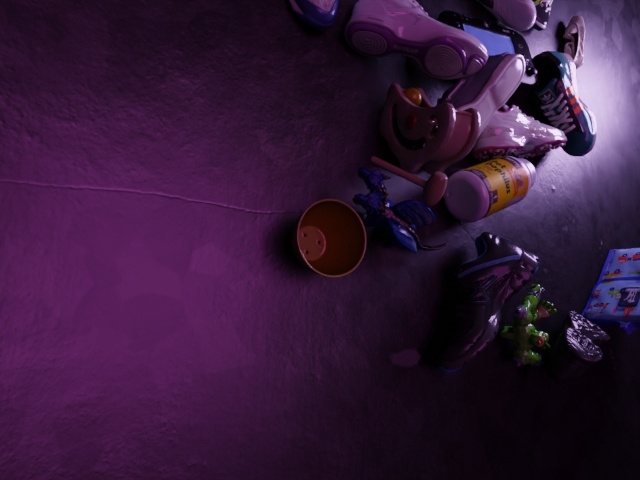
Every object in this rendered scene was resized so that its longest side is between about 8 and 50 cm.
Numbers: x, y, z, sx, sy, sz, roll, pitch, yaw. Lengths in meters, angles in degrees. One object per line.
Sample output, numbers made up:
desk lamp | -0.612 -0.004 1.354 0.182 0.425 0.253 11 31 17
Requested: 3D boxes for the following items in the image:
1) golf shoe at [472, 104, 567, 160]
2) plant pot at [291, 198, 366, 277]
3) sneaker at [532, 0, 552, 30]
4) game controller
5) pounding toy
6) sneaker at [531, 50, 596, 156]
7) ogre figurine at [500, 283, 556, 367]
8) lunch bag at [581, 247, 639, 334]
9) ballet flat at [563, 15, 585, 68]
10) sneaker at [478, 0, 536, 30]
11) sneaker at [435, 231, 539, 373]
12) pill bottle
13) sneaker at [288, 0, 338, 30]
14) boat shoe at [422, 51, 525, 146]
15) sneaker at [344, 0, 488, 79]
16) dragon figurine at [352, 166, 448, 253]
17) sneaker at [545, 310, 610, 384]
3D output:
golf shoe | 0.498 -0.278 1.031 0.306 0.115 0.140 -8 84 -29
plant pot | 0.000 0.000 0.741 0.134 0.095 0.134 3 83 -28
sneaker | 0.623 -0.710 1.155 0.084 0.097 0.235 7 80 -26
game controller | 0.420 -0.473 1.037 0.319 0.067 0.166 -2 85 -28
pounding toy | 0.183 -0.211 0.785 0.155 0.154 0.269 0 49 -28
sneaker | 0.641 -0.369 1.123 0.121 0.108 0.302 -7 79 -27
ogre figurine | 0.490 0.215 0.976 0.118 0.097 0.197 -14 123 -40
lunch bag | 0.859 0.149 1.101 0.293 0.221 0.138 -40 102 -26
ballet flat | 0.754 -0.596 1.236 0.052 0.057 0.168 2 82 -18
sneaker | 0.467 -0.644 1.086 0.237 0.085 0.086 38 35 -12
sneaker | 0.330 0.131 0.906 0.139 0.125 0.341 36 69 11
pill bottle | 0.394 -0.125 0.950 0.215 0.117 0.117 -21 94 -28
sneaker | -0.006 -0.566 0.791 0.112 0.131 0.296 -6 88 -30
boat shoe | 0.317 -0.295 0.934 0.319 0.099 0.116 -47 136 -1
sneaker | 0.210 -0.443 0.866 0.305 0.114 0.152 16 68 -5
dragon figurine | 0.157 -0.031 0.792 0.289 0.144 0.085 34 82 -20
sneaker | 0.621 0.264 1.027 0.286 0.109 0.130 -8 131 -48
